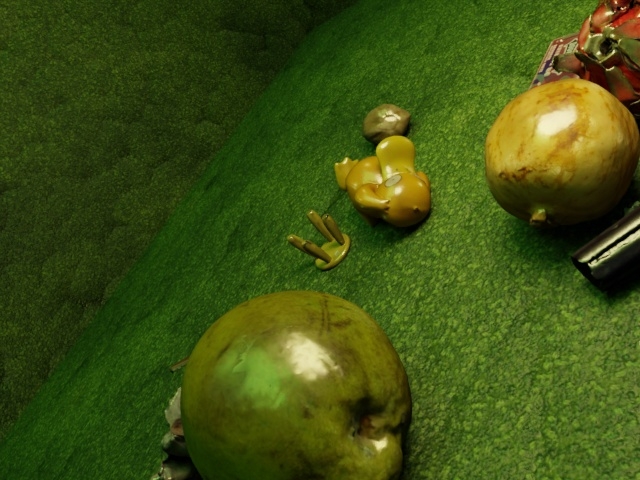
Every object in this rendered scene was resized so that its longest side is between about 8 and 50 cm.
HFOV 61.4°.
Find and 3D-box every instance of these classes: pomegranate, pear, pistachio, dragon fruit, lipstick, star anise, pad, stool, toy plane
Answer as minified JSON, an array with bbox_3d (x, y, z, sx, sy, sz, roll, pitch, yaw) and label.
[{"bbox_3d":[0.367,-0.126,0.838,0.248,0.248,0.248,-34,29,22],"label":"pomegranate"},{"bbox_3d":[-0.049,0.245,0.839,0.413,0.352,0.352,-1,51,51],"label":"pear"},{"bbox_3d":[0.179,-0.326,1.525,0.126,0.108,0.185,-32,12,-25],"label":"pistachio"},{"bbox_3d":[0.505,-0.297,0.872,0.193,0.274,0.192,36,122,40],"label":"dragon fruit"},{"bbox_3d":[0.530,-0.075,0.706,0.418,0.077,0.077,-38,28,14],"label":"lipstick"},{"bbox_3d":[-0.249,0.378,0.963,0.229,0.093,0.236,102,-179,-51],"label":"star anise"},{"bbox_3d":[-0.172,0.204,1.230,0.286,0.018,0.284,-30,-4,31],"label":"pad"},{"bbox_3d":[0.000,0.000,1.326,0.135,0.110,0.134,-29,31,29],"label":"stool"},{"bbox_3d":[0.459,-0.029,0.791,0.083,0.033,0.080,-59,18,-23],"label":"toy plane"}]

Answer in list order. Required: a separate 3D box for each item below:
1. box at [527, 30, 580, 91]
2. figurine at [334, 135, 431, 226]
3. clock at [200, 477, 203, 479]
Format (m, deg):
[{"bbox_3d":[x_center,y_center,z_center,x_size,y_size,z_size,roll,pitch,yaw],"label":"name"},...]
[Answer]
[{"bbox_3d":[0.502,-0.333,1.107,0.120,0.069,0.224,-3,50,53],"label":"box"},{"bbox_3d":[0.151,-0.121,1.232,0.215,0.215,0.228,-57,14,-19],"label":"figurine"},{"bbox_3d":[-0.196,0.517,0.930,0.248,0.090,0.227,-40,27,16],"label":"clock"}]
